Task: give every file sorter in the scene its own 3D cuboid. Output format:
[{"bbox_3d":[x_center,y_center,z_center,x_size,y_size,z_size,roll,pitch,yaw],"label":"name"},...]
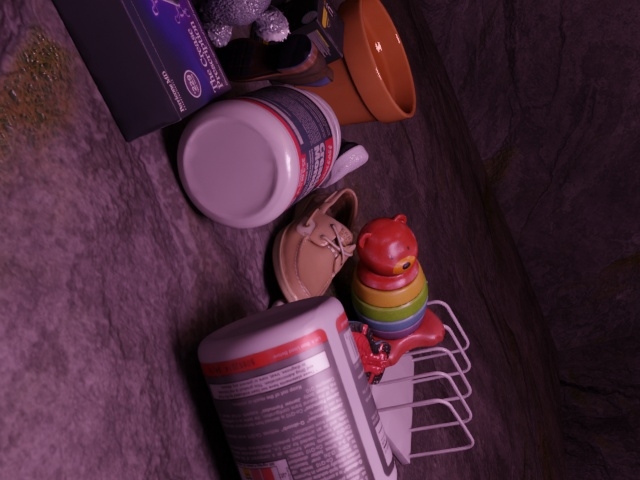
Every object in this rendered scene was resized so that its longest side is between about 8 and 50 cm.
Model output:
[{"bbox_3d":[0.217,0.291,1.545,0.193,0.173,0.277,56,28,-34],"label":"file sorter"}]

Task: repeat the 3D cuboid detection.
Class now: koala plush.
[{"bbox_3d":[-0.138,-0.402,1.121,0.196,0.203,0.221,49,6,-39],"label":"koala plush"}]

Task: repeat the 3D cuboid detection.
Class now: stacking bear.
[{"bbox_3d":[0.135,0.080,1.418,0.164,0.175,0.289,52,-20,44],"label":"stacking bear"}]

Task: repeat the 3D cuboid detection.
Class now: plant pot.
[{"bbox_3d":[0.066,-0.380,1.631,0.291,0.203,0.291,44,37,-47],"label":"plant pot"}]

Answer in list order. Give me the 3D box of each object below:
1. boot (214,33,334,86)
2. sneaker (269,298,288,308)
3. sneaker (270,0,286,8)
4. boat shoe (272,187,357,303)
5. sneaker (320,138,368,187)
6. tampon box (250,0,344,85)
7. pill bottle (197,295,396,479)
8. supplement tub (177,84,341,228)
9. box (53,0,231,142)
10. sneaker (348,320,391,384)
[{"bbox_3d":[-0.084,-0.287,1.232,0.106,0.219,0.082,26,72,-57],"label":"boot"},{"bbox_3d":[-0.039,0.168,1.189,0.057,0.075,0.161,37,42,-53],"label":"sneaker"},{"bbox_3d":[-0.161,-0.571,1.395,0.281,0.106,0.162,30,45,-56],"label":"sneaker"},{"bbox_3d":[0.000,0.000,1.322,0.121,0.110,0.341,57,25,-26],"label":"boat shoe"},{"bbox_3d":[-0.007,-0.184,1.381,0.153,0.101,0.268,57,-12,-9],"label":"sneaker"},{"bbox_3d":[-0.046,-0.405,1.453,0.101,0.161,0.120,47,33,-41],"label":"tampon box"},{"bbox_3d":[-0.017,0.276,1.001,0.210,0.210,0.363,-24,97,-66],"label":"pill bottle"},{"bbox_3d":[-0.086,-0.142,1.156,0.191,0.191,0.272,68,25,-11],"label":"supplement tub"},{"bbox_3d":[-0.251,-0.294,1.017,0.261,0.103,0.184,65,28,-17],"label":"box"},{"bbox_3d":[0.030,0.195,1.279,0.262,0.125,0.104,45,62,-62],"label":"sneaker"}]
